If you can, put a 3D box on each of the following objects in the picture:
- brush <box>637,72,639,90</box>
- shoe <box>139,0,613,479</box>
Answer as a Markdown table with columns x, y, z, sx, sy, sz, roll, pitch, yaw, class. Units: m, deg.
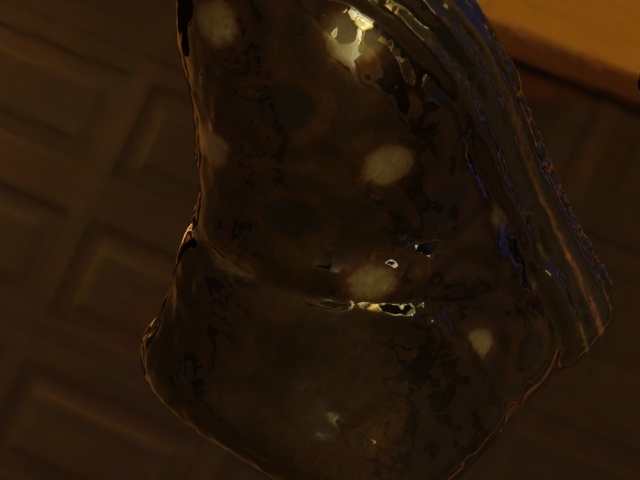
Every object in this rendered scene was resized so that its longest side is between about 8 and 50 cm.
| x | y | z | sx | sy | sz | roll | pitch | yaw | class |
| --- | --- | --- | --- | --- | --- | --- | --- | --- | --- |
| 0.210 | -0.014 | 0.653 | 0.123 | 0.059 | 0.197 | 32 | -14 | 45 | brush |
| 0.000 | 0.000 | 0.862 | 0.171 | 0.237 | 0.384 | 32 | -16 | 42 | shoe |
